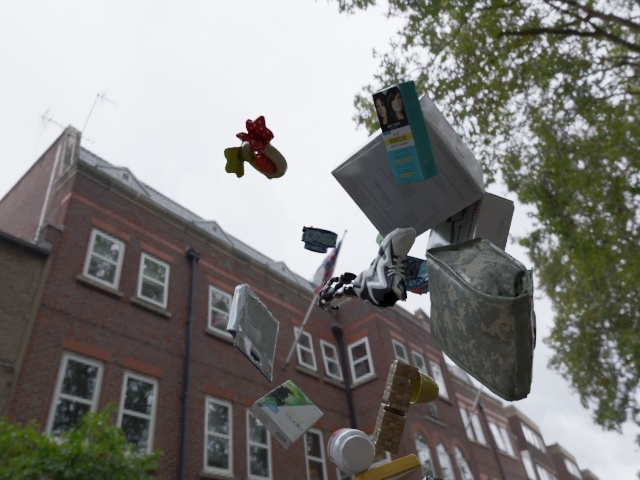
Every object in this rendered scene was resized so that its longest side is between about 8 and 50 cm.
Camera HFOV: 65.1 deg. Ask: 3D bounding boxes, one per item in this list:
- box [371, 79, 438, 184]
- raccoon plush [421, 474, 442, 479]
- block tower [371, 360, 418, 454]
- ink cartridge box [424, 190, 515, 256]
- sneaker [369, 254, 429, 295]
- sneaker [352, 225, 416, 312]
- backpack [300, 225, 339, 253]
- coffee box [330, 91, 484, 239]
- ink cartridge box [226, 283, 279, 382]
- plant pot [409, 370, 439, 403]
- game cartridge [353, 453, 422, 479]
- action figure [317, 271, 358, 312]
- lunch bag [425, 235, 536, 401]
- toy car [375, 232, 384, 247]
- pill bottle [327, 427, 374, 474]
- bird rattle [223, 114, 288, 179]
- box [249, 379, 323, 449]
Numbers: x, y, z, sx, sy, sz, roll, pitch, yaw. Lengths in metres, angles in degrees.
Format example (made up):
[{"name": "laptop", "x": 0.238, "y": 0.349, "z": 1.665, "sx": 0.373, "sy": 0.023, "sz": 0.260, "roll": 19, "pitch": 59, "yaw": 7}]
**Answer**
[{"name": "box", "x": 0.215, "y": -0.270, "z": 1.275, "sx": 0.060, "sy": 0.245, "sz": 0.100, "roll": -26, "pitch": 13, "yaw": -35}, {"name": "raccoon plush", "x": 0.263, "y": 0.688, "z": 1.167, "sx": 0.445, "sy": 0.216, "sz": 0.299, "roll": 2, "pitch": -24, "yaw": -33}, {"name": "block tower", "x": 0.279, "y": 0.633, "z": 1.894, "sx": 0.097, "sy": 0.336, "sz": 0.091, "roll": 19, "pitch": -12, "yaw": -1}, {"name": "ink cartridge box", "x": 0.486, "y": -0.034, "z": 1.661, "sx": 0.121, "sy": 0.211, "sz": 0.289, "roll": 17, "pitch": -8, "yaw": -16}, {"name": "sneaker", "x": 0.245, "y": 0.092, "z": 1.483, "sx": 0.125, "sy": 0.104, "sz": 0.261, "roll": 39, "pitch": -29, "yaw": -27}, {"name": "sneaker", "x": 0.200, "y": 0.086, "z": 1.306, "sx": 0.235, "sy": 0.153, "sz": 0.094, "roll": -48, "pitch": -46, "yaw": 4}, {"name": "backpack", "x": 0.000, "y": 0.000, "z": 1.650, "sx": 0.114, "sy": 0.084, "sz": 0.105, "roll": 10, "pitch": 5, "yaw": 15}, {"name": "coffee box", "x": 0.299, "y": -0.234, "z": 1.656, "sx": 0.338, "sy": 0.334, "sz": 0.338, "roll": -36, "pitch": -82, "yaw": 27}, {"name": "ink cartridge box", "x": -0.203, "y": 0.284, "z": 1.510, "sx": 0.045, "sy": 0.224, "sz": 0.223, "roll": -16, "pitch": -49, "yaw": 18}, {"name": "plant pot", "x": 0.430, "y": 0.614, "z": 2.062, "sx": 0.095, "sy": 0.134, "sz": 0.134, "roll": 16, "pitch": -44, "yaw": -7}, {"name": "game cartridge", "x": 0.132, "y": 0.770, "z": 1.498, "sx": 0.285, "sy": 0.053, "sz": 0.324, "roll": 8, "pitch": -53, "yaw": -45}, {"name": "action figure", "x": 0.075, "y": 0.238, "z": 2.313, "sx": 0.099, "sy": 0.186, "sz": 0.285, "roll": 17, "pitch": -25, "yaw": -25}, {"name": "lunch bag", "x": 0.344, "y": 0.153, "z": 1.025, "sx": 0.168, "sy": 0.287, "sz": 0.236, "roll": -13, "pitch": -67, "yaw": -9}, {"name": "toy car", "x": 0.241, "y": -0.051, "z": 1.874, "sx": 0.053, "sy": 0.225, "sz": 0.239, "roll": -17, "pitch": -39, "yaw": 43}, {"name": "pill bottle", "x": 0.090, "y": 0.612, "z": 1.455, "sx": 0.121, "sy": 0.121, "sz": 0.216, "roll": -2, "pitch": -18, "yaw": -7}, {"name": "bird rattle", "x": -0.188, "y": -0.283, "z": 1.599, "sx": 0.206, "sy": 0.143, "sz": 0.253, "roll": 37, "pitch": -32, "yaw": -19}, {"name": "box", "x": -0.143, "y": 0.765, "z": 2.232, "sx": 0.059, "sy": 0.232, "sz": 0.322, "roll": -54, "pitch": -17, "yaw": 16}]
